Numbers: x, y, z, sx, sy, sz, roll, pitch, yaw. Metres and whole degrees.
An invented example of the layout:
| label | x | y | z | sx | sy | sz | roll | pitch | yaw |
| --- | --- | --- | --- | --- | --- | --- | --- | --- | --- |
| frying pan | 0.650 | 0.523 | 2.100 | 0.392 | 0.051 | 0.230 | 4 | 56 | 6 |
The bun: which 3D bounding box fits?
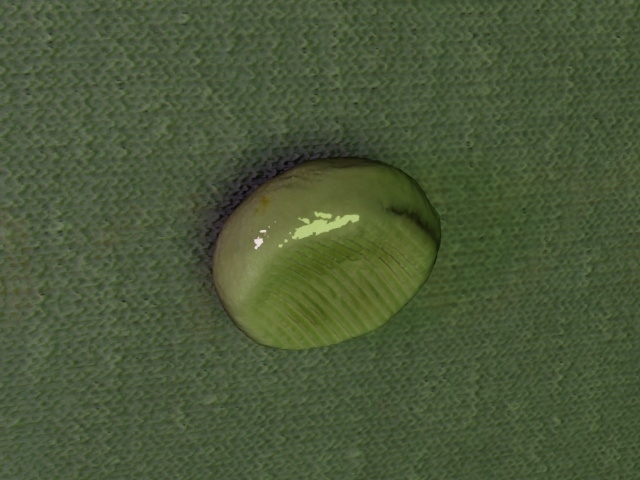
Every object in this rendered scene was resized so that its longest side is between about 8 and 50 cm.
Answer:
| label | x | y | z | sx | sy | sz | roll | pitch | yaw |
| --- | --- | --- | --- | --- | --- | --- | --- | --- | --- |
| bun | 0.000 | 0.000 | 1.181 | 0.222 | 0.127 | 0.222 | -19 | 141 | -16 |
